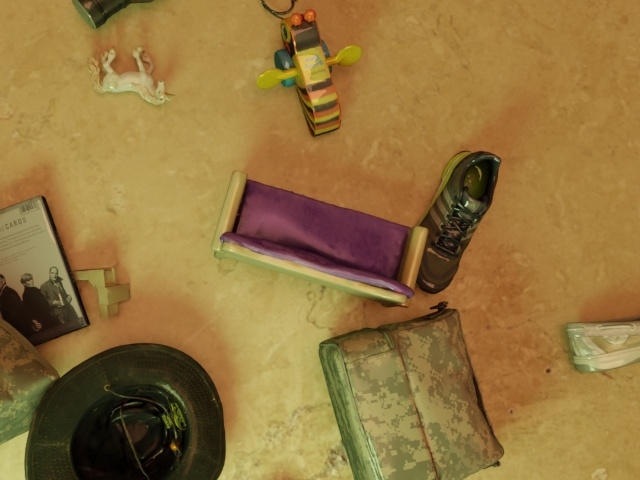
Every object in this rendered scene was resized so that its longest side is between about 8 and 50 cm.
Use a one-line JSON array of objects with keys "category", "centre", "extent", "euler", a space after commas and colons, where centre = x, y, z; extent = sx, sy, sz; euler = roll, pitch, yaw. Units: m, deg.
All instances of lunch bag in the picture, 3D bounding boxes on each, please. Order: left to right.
[{"category": "lunch bag", "centre": [-0.599, 0.200, 1.219], "extent": [0.287, 0.235, 0.169], "euler": [42, 119, 13]}, {"category": "lunch bag", "centre": [0.162, 0.281, 1.374], "extent": [0.256, 0.212, 0.305], "euler": [-16, 86, -11]}]

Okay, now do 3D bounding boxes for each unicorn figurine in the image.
[{"category": "unicorn figurine", "centre": [-0.338, -0.297, 1.446], "extent": [0.162, 0.060, 0.111], "euler": [-7, 84, 5]}]

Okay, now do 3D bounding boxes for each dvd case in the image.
[{"category": "dvd case", "centre": [-0.517, 0.064, 1.356], "extent": [0.179, 0.029, 0.238], "euler": [-20, 86, 0]}]

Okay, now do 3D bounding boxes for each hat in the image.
[{"category": "hat", "centre": [-0.328, 0.329, 1.319], "extent": [0.332, 0.134, 0.331], "euler": [6, 78, -28]}]

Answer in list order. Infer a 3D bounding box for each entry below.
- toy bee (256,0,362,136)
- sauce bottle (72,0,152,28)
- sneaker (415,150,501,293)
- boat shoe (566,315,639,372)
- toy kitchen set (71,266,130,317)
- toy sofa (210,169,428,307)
[{"category": "toy bee", "centre": [-0.040, -0.342, 1.449], "extent": [0.195, 0.162, 0.298], "euler": [-41, 91, -11]}, {"category": "sauce bottle", "centre": [-0.293, -0.509, 1.450], "extent": [0.344, 0.111, 0.111], "euler": [-42, 91, -13]}, {"category": "sneaker", "centre": [0.249, -0.043, 1.481], "extent": [0.111, 0.121, 0.299], "euler": [22, 79, -6]}, {"category": "boat shoe", "centre": [0.629, 0.163, 1.528], "extent": [0.321, 0.118, 0.103], "euler": [-16, 90, -5]}, {"category": "toy kitchen set", "centre": [-0.384, 0.090, 1.392], "extent": [0.075, 0.068, 0.083], "euler": [-4, 92, 22]}, {"category": "toy sofa", "centre": [0.000, 0.000, 1.402], "extent": [0.363, 0.177, 0.150], "euler": [17, 80, -7]}]
